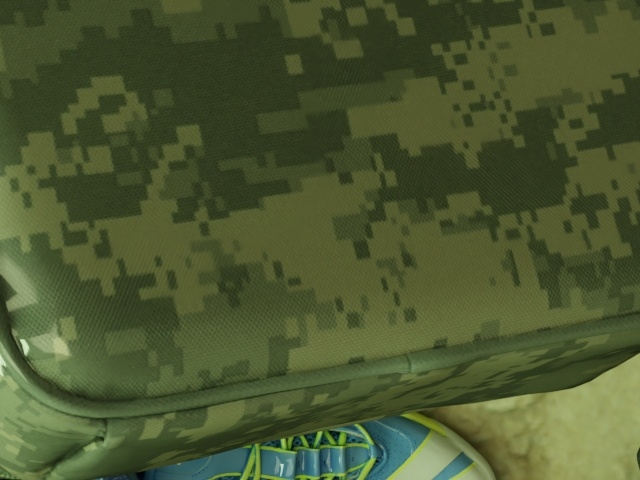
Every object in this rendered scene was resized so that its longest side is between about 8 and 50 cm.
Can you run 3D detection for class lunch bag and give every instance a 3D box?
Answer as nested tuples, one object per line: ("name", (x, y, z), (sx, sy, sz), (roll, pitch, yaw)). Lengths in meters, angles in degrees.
("lunch bag", (-0.036, -0.017, 0.652), (0.305, 0.256, 0.212), (-9, 76, -25))

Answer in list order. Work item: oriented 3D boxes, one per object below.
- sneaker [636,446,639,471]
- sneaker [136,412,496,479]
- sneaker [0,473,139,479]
("sneaker", (0.260, 0.193, 0.826), (0.147, 0.104, 0.295), (-29, 84, 13))
("sneaker", (-0.031, 0.119, 0.855), (0.240, 0.126, 0.091), (13, 98, 9))
("sneaker", (-0.196, 0.159, 0.856), (0.330, 0.130, 0.147), (-13, 92, 36))
